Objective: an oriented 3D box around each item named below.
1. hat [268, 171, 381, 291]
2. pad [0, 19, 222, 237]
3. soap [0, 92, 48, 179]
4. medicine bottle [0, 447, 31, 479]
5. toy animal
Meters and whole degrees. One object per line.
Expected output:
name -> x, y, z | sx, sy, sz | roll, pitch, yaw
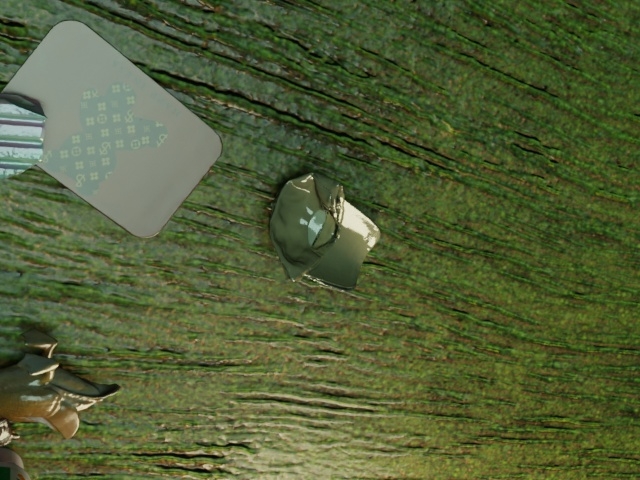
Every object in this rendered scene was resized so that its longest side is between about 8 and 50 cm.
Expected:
hat -> 0.000, 0.000, 1.302 | 0.175, 0.085, 0.147 | 36, 81, -46
pad -> -0.270, -0.137, 1.202 | 0.267, 0.004, 0.181 | 38, 91, -23
soap -> -0.403, -0.127, 1.128 | 0.149, 0.056, 0.100 | 2, 109, -15
medicine bottle -> -0.400, 0.346, 1.162 | 0.095, 0.260, 0.095 | -5, 109, -16
toy animal -> -0.366, 0.214, 1.237 | 0.188, 0.089, 0.179 | 12, 119, -21
